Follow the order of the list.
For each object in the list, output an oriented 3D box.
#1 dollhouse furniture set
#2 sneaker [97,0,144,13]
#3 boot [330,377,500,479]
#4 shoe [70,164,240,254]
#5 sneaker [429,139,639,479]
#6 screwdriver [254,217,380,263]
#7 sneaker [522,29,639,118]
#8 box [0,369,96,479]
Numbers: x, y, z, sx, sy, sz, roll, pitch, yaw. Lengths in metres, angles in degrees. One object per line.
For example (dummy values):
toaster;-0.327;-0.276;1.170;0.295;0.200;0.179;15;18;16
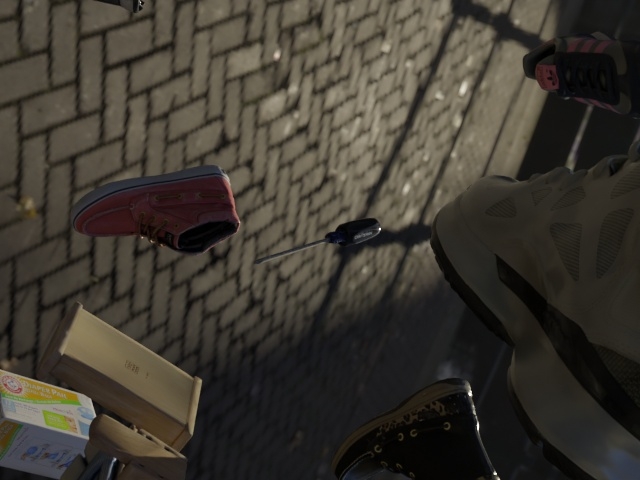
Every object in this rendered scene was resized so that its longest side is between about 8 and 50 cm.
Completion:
dollhouse furniture set;-0.323;0.288;1.419;0.303;0.198;0.286;-52;-166;18
sneaker;-0.267;-0.376;1.446;0.234;0.106;0.078;-90;-172;-46
boot;0.125;0.307;1.468;0.236;0.178;0.085;-39;143;25
shoe;-0.177;-0.023;1.218;0.178;0.081;0.063;-15;143;-9
sneaker;0.235;-0.009;0.818;0.257;0.169;0.447;-54;-163;14
screwdriver;0.000;0.000;0.994;0.170;0.024;0.025;-13;148;-54
sneaker;0.376;-0.226;1.584;0.319;0.131;0.112;-108;-170;-76
box;-0.473;0.302;1.846;0.203;0.114;0.103;26;114;-43
